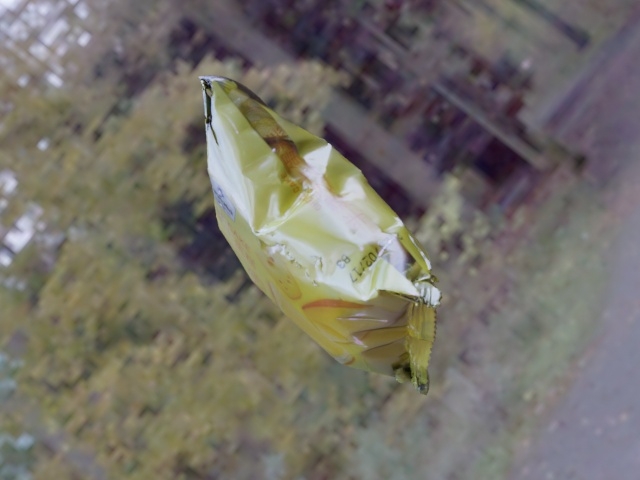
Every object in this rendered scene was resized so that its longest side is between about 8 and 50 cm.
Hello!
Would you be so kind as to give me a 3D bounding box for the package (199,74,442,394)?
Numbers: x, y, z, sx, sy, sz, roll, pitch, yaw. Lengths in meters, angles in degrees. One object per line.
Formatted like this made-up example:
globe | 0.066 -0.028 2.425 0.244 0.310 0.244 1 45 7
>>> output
package | 0.000 0.000 1.158 0.090 0.226 0.168 -40 -24 -16
